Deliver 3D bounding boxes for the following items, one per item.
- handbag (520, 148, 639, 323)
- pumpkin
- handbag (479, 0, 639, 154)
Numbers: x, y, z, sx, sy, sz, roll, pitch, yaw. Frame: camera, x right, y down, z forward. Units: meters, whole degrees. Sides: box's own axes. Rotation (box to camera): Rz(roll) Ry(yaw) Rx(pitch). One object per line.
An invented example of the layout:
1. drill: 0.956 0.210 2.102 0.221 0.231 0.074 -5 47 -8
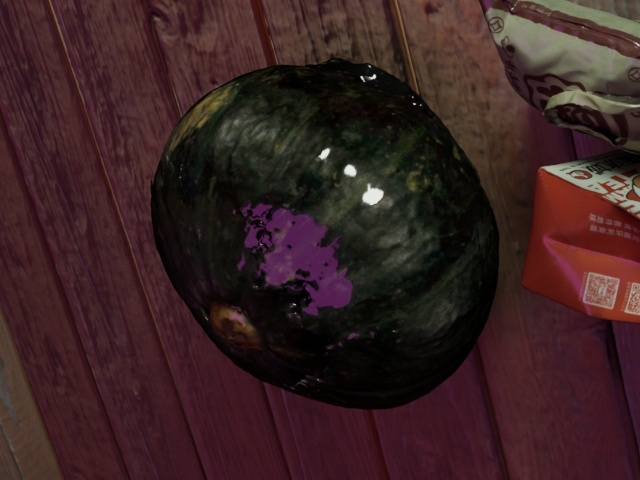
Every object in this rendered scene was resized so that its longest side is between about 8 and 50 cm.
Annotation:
1. handbag: 0.369 0.022 1.954 0.298 0.171 0.151 28 121 40
2. pumpkin: 0.000 0.000 2.249 0.454 0.344 0.454 36 146 29
3. handbag: 0.283 -0.168 1.960 0.235 0.127 0.213 28 165 30
